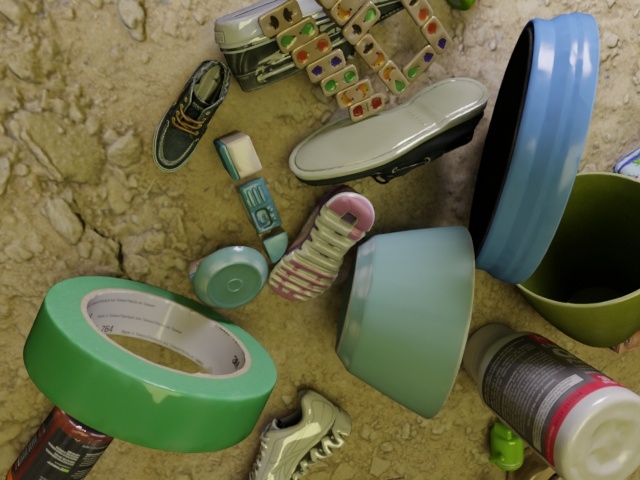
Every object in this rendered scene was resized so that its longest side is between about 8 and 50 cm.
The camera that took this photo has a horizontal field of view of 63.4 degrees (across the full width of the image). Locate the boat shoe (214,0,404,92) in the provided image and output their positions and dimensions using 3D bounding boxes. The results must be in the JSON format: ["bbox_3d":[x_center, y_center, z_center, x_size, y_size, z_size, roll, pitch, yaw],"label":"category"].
[{"bbox_3d":[0.010,-0.321,0.773,0.335,0.121,0.119,-22,128,-8],"label":"boat shoe"}]

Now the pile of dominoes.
[{"bbox_3d":[0.061,-0.284,0.716,0.196,0.040,0.251,-45,130,11],"label":"pile of dominoes"}]

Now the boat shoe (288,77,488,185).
[{"bbox_3d":[0.114,-0.151,0.841,0.340,0.127,0.113,-29,144,-13],"label":"boat shoe"}]

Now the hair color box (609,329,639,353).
[{"bbox_3d":[0.713,0.183,1.148,0.167,0.053,0.093,-10,108,-13],"label":"hair color box"}]

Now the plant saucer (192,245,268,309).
[{"bbox_3d":[-0.134,0.064,0.794,0.119,0.021,0.119,-14,128,-18],"label":"plant saucer"}]

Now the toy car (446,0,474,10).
[{"bbox_3d":[0.251,-0.453,0.758,0.148,0.188,0.155,32,94,-22],"label":"toy car"}]

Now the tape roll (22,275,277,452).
[{"bbox_3d":[-0.218,0.154,0.705,0.321,0.321,0.077,24,95,-21],"label":"tape roll"}]

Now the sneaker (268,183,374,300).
[{"bbox_3d":[0.000,0.000,0.859,0.095,0.105,0.236,30,116,-18],"label":"sneaker"}]

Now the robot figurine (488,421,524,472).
[{"bbox_3d":[0.401,0.442,1.113,0.101,0.067,0.115,-19,110,-33],"label":"robot figurine"}]

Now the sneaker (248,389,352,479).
[{"bbox_3d":[-0.078,0.398,0.941,0.118,0.110,0.292,45,80,-15],"label":"sneaker"}]

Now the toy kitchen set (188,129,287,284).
[{"bbox_3d":[-0.151,-0.035,0.782,0.166,0.122,0.207,-26,110,-9],"label":"toy kitchen set"}]

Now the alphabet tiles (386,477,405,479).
[{"bbox_3d":[0.089,0.668,1.109,0.284,0.011,0.343,-2,105,-17],"label":"alphabet tiles"}]

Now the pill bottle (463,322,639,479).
[{"bbox_3d":[0.396,0.272,0.930,0.176,0.318,0.177,-5,106,-17],"label":"pill bottle"}]

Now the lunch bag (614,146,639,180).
[{"bbox_3d":[0.679,-0.141,0.961,0.219,0.176,0.090,-36,117,29],"label":"lunch bag"}]

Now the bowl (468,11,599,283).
[{"bbox_3d":[0.296,-0.132,0.773,0.077,0.391,0.392,12,102,9],"label":"bowl"}]

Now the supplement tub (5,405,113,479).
[{"bbox_3d":[-0.416,0.347,0.814,0.106,0.106,0.198,36,92,-22],"label":"supplement tub"}]

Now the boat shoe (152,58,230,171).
[{"bbox_3d":[-0.191,-0.181,0.751,0.065,0.083,0.183,26,96,-22],"label":"boat shoe"}]

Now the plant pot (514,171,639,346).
[{"bbox_3d":[0.502,0.074,0.956,0.274,0.275,0.293,-42,132,-3],"label":"plant pot"}]

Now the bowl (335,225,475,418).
[{"bbox_3d":[0.119,0.112,0.837,0.163,0.311,0.312,12,101,0],"label":"bowl"}]

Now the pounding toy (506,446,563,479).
[{"bbox_3d":[0.507,0.553,1.128,0.269,0.155,0.154,-26,106,-9],"label":"pounding toy"}]
